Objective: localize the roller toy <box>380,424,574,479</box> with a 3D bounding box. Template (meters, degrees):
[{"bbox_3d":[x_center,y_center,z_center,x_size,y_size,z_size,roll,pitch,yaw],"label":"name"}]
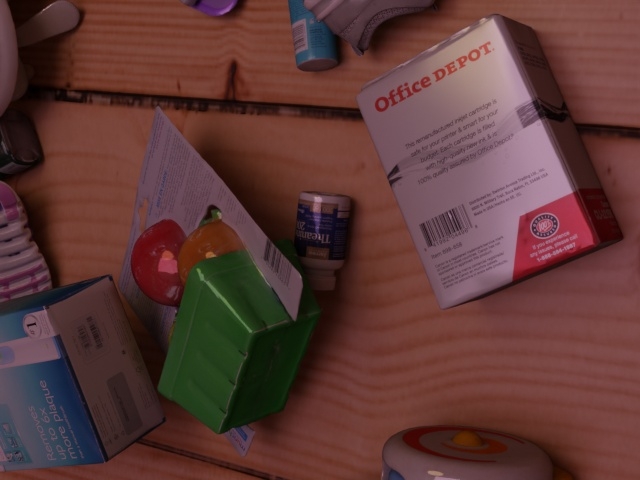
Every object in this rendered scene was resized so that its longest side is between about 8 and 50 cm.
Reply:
[{"bbox_3d":[0.163,0.285,1.116,0.209,0.191,0.146,6,95,30],"label":"roller toy"}]

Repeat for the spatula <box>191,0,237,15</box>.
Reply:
[{"bbox_3d":[-0.098,-0.439,1.319,0.084,0.030,0.296,30,106,24],"label":"spatula"}]

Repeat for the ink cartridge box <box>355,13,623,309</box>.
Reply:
[{"bbox_3d":[0.187,-0.086,1.127,0.197,0.114,0.273,-26,81,29],"label":"ink cartridge box"}]

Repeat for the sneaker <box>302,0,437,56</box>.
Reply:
[{"bbox_3d":[0.119,-0.330,1.183,0.281,0.105,0.115,-32,111,23],"label":"sneaker"}]

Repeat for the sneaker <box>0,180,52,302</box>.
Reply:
[{"bbox_3d":[-0.472,0.012,1.532,0.095,0.104,0.236,-15,108,-10],"label":"sneaker"}]

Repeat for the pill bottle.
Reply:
[{"bbox_3d":[0.000,0.000,1.266,0.067,0.067,0.120,9,97,29],"label":"pill bottle"}]

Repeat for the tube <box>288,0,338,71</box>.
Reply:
[{"bbox_3d":[-0.015,-0.322,1.271,0.080,0.052,0.207,-9,83,25],"label":"tube"}]

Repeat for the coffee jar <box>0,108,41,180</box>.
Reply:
[{"bbox_3d":[-0.526,-0.126,1.554,0.184,0.079,0.096,-24,81,28],"label":"coffee jar"}]

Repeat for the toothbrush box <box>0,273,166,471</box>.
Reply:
[{"bbox_3d":[-0.382,0.186,1.353,0.295,0.126,0.216,-12,100,37],"label":"toothbrush box"}]

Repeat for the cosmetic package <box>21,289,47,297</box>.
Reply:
[{"bbox_3d":[-0.367,0.191,1.473,0.239,0.060,0.099,45,111,10],"label":"cosmetic package"}]

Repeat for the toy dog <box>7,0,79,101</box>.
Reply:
[{"bbox_3d":[-0.454,-0.390,1.485,0.220,0.161,0.334,36,124,20],"label":"toy dog"}]

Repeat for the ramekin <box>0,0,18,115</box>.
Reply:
[{"bbox_3d":[-0.573,-0.283,1.419,0.277,0.135,0.277,13,113,31],"label":"ramekin"}]

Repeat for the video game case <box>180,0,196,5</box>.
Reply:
[{"bbox_3d":[-0.185,-0.454,1.354,0.193,0.023,0.212,42,112,33],"label":"video game case"}]

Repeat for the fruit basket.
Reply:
[{"bbox_3d":[-0.148,0.053,1.298,0.353,0.165,0.327,52,137,37],"label":"fruit basket"}]
